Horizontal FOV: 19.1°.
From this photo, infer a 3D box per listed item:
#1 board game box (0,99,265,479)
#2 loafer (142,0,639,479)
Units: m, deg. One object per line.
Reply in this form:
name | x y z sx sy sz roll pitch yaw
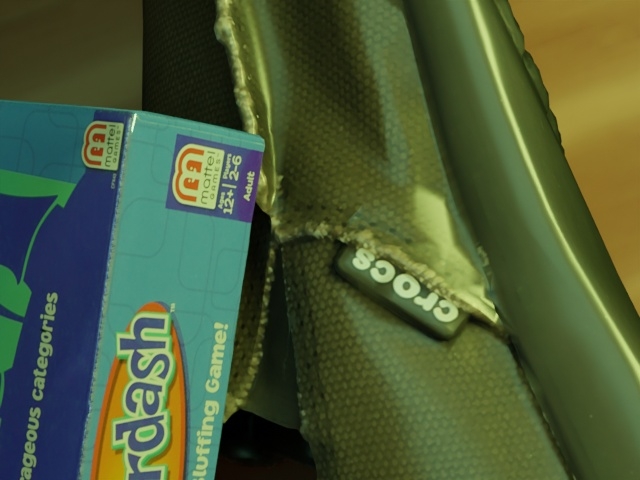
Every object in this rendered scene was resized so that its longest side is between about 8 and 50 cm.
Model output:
board game box | -0.116 0.042 0.471 0.210 0.047 0.160 6 88 40
loafer | 0.000 0.000 0.475 0.130 0.134 0.366 -24 70 3
